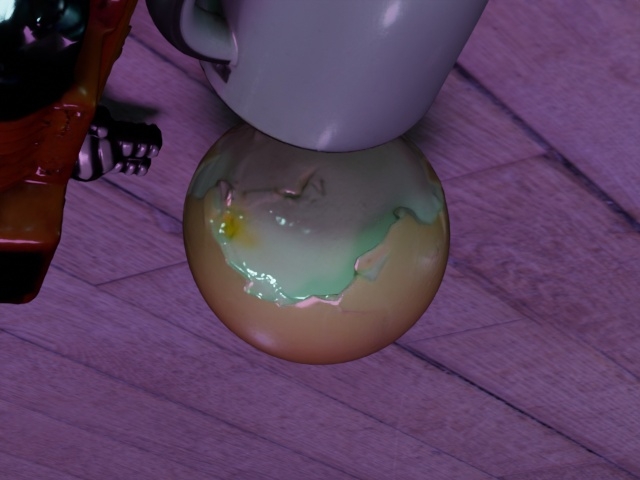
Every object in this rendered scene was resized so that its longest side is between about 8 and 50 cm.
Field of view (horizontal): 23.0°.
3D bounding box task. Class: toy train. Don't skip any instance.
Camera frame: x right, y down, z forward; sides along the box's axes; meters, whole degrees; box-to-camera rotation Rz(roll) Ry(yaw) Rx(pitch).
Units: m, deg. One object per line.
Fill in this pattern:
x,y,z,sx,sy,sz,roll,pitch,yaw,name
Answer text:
-0.199,-0.106,0.935,0.163,0.232,0.369,7,155,-16,toy train

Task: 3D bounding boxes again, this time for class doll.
-0.231,-0.083,1.197,0.219,0.067,0.091,4,154,-23,doll

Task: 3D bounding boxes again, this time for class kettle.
0.003,-0.162,0.853,0.221,0.161,0.236,-23,164,-23,kettle

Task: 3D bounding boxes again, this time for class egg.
0.000,0.000,1.213,0.201,0.201,0.244,-3,158,8,egg
